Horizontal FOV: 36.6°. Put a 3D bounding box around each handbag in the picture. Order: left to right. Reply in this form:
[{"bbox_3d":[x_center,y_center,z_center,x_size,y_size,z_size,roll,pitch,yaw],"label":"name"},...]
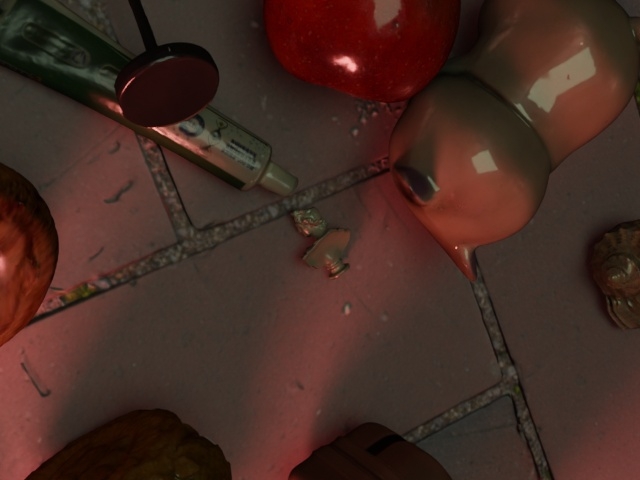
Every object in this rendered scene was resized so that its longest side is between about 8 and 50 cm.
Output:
[{"bbox_3d":[0.108,0.370,1.068,0.149,0.283,0.301,-27,101,-17],"label":"handbag"}]

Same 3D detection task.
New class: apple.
[{"bbox_3d":[0.045,-0.258,1.066,0.218,0.218,0.201,8,110,-21],"label":"apple"}]

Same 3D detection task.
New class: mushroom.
[{"bbox_3d":[-0.388,0.051,0.912,0.263,0.195,0.283,6,93,-58],"label":"mushroom"}]

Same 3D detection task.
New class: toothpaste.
[{"bbox_3d":[-0.192,-0.151,1.062,0.392,0.061,0.098,30,81,-16],"label":"toothpaste"}]

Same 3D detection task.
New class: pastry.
[{"bbox_3d":[-0.200,0.279,0.973,0.240,0.235,0.132,-33,107,-8],"label":"pastry"}]

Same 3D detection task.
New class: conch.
[{"bbox_3d":[0.447,0.045,1.310,0.207,0.130,0.155,-10,130,-43],"label":"conch"}]

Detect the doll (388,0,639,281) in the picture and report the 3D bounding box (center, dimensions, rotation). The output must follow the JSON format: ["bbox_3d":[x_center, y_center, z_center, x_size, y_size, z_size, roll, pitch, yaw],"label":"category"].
[{"bbox_3d":[0.228,-0.157,1.151,0.370,0.226,0.215,-41,136,-6],"label":"doll"}]

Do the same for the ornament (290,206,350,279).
[{"bbox_3d":[0.002,0.002,1.149,0.068,0.041,0.092,-10,94,-24],"label":"ornament"}]

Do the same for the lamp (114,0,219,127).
[{"bbox_3d":[-0.208,-0.304,0.993,0.130,0.108,0.371,-14,85,-25],"label":"lamp"}]
